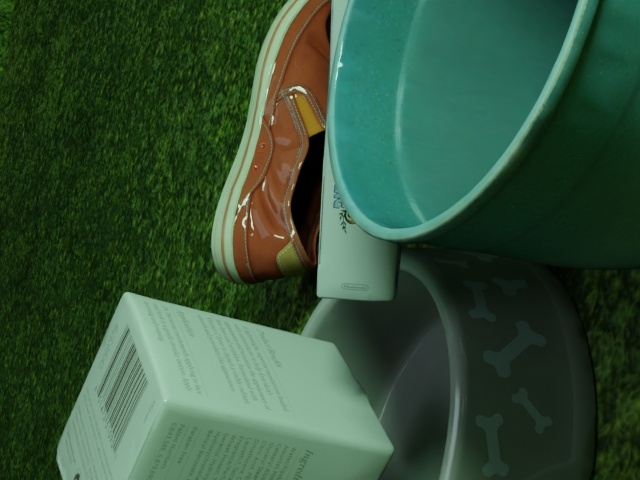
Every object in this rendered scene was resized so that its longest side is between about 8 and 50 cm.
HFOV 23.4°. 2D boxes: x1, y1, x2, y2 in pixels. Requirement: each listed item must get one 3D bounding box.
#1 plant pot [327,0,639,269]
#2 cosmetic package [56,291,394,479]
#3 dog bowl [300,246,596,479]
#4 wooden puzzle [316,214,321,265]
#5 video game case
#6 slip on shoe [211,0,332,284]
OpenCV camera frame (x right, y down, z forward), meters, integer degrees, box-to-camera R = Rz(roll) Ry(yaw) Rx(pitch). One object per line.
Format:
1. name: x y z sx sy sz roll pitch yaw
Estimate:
1. plant pot: 0.179 -0.099 0.901 0.272 0.255 0.271 -42 40 48
2. cosmetic package: -0.074 0.153 1.125 0.151 0.184 0.151 -64 26 20
3. dog bowl: 0.063 0.164 1.175 0.349 0.102 0.348 -44 38 49
4. wooden puzzle: 0.000 0.000 1.516 0.083 0.006 0.049 14 88 66
5. video game case: 0.038 -0.114 1.138 0.269 0.061 0.244 -81 -7 -72
6. slip on shoe: -0.015 -0.107 1.516 0.101 0.123 0.331 4 64 22
